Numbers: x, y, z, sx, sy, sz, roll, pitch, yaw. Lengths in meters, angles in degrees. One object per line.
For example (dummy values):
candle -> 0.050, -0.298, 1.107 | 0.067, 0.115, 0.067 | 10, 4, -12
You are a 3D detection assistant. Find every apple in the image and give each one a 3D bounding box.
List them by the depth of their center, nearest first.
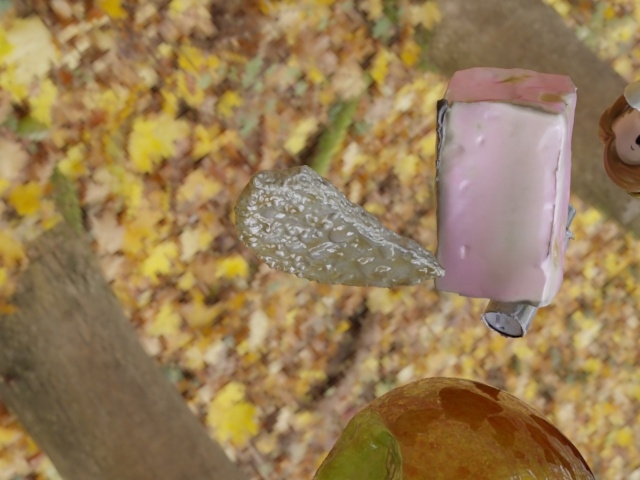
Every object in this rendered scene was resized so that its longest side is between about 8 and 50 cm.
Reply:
apple -> 0.163, 0.330, 1.607 | 0.339, 0.339, 0.339 | -31, 155, -16

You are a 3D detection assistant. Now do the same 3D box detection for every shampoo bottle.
shampoo bottle -> 0.299, 0.035, 1.937 | 0.214, 0.072, 0.072 | -60, 165, -26

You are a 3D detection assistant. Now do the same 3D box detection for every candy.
candy -> 0.215, -0.061, 1.629 | 0.116, 0.155, 0.265 | -61, 153, -60

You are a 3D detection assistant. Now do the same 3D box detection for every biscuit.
biscuit -> 0.000, -0.001, 1.511 | 0.141, 0.038, 0.290 | -27, 140, 31

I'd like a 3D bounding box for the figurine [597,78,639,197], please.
figurine -> 0.421, -0.141, 1.583 | 0.189, 0.142, 0.263 | 12, 143, -17
